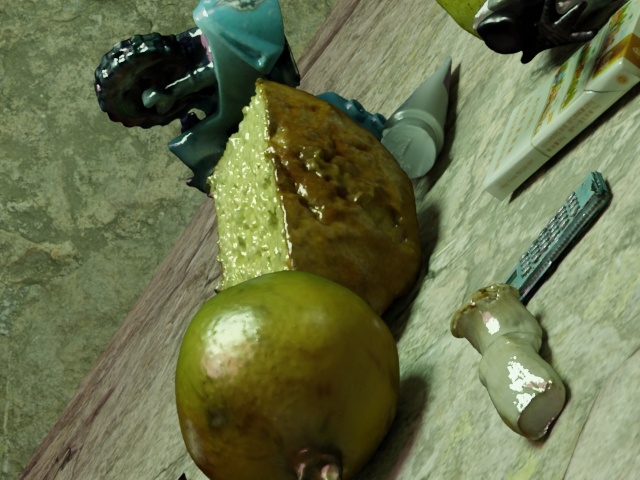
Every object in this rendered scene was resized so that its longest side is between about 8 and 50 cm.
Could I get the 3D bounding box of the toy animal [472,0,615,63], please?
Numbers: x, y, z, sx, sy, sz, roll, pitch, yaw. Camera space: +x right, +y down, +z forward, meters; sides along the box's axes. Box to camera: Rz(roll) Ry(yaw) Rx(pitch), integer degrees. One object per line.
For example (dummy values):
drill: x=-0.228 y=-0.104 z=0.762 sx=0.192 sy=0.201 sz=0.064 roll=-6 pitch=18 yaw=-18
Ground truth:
toy animal: x=0.262 y=-0.263 z=1.529 sx=0.324 sy=0.090 sz=0.195 roll=-42 pitch=21 yaw=-18

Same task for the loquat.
loquat: x=-0.026 y=0.142 z=1.471 sx=0.213 sy=0.213 sz=0.246 roll=-53 pitch=34 yaw=19

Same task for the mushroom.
mushroom: x=0.142 y=0.090 z=1.246 sx=0.059 sy=0.054 sz=0.202 roll=-58 pitch=16 yaw=17

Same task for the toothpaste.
toothpaste: x=0.119 y=-0.145 z=1.992 sx=0.114 sy=0.073 sz=0.299 roll=-61 pitch=1 yaw=20

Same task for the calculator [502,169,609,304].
calculator: x=0.181 y=0.017 z=1.370 sx=0.172 sy=0.018 sz=0.057 roll=-54 pitch=10 yaw=21

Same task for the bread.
bread: x=0.000 y=0.000 z=1.748 sx=0.194 sy=0.179 sz=0.340 roll=-56 pitch=32 yaw=41

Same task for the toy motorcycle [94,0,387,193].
toy motorcycle: x=-0.062 y=-0.163 z=1.925 sx=0.232 sy=0.416 sz=0.172 roll=-39 pitch=49 yaw=23

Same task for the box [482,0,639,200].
box: x=0.233 y=-0.134 z=1.520 sx=0.220 sy=0.032 sz=0.122 roll=-44 pitch=15 yaw=49

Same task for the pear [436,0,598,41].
pear: x=0.209 y=-0.282 z=1.685 sx=0.197 sy=0.197 sz=0.197 roll=-54 pitch=11 yaw=16

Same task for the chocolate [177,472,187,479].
chocolate: x=-0.180 y=0.331 z=2.019 sx=0.086 sy=0.028 sz=0.182 roll=-60 pitch=12 yaw=-1
